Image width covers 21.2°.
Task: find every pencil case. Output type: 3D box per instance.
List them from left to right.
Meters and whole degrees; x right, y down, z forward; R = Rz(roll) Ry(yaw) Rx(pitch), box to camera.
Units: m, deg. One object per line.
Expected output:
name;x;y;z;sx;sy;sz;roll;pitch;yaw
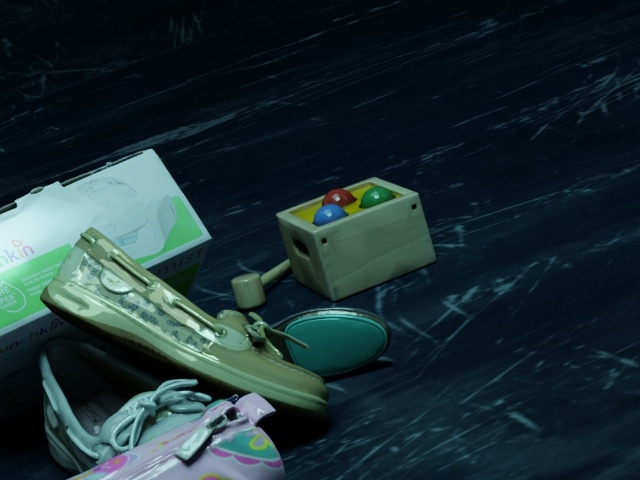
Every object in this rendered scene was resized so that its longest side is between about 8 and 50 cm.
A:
pencil case;-0.155;0.215;1.276;0.284;0.124;0.124;-25;18;-23

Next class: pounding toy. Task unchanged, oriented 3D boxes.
pounding toy;-0.008;0.000;1.895;0.206;0.094;0.181;-21;17;-16

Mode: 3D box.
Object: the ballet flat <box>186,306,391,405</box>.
ballet flat;-0.032;0.103;1.628;0.203;0.074;0.074;-17;16;6

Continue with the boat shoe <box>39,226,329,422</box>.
boat shoe;-0.113;0.077;1.529;0.285;0.089;0.104;24;-13;12

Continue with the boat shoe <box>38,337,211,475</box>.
boat shoe;-0.171;0.159;1.509;0.118;0.103;0.320;-23;17;-22

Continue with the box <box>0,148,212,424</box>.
box;-0.266;0.053;1.717;0.262;0.127;0.231;-25;-20;-28
